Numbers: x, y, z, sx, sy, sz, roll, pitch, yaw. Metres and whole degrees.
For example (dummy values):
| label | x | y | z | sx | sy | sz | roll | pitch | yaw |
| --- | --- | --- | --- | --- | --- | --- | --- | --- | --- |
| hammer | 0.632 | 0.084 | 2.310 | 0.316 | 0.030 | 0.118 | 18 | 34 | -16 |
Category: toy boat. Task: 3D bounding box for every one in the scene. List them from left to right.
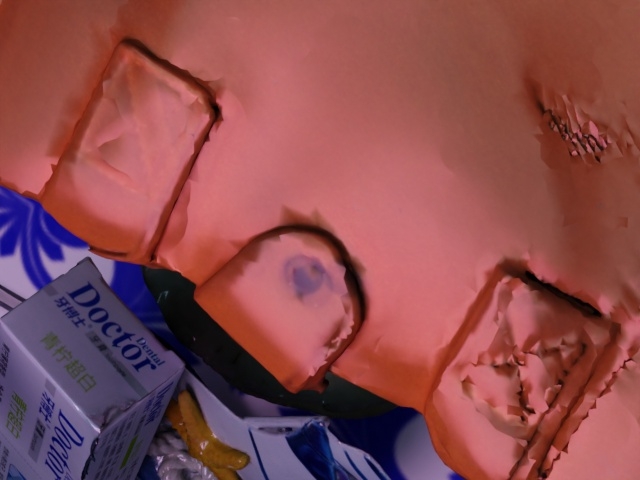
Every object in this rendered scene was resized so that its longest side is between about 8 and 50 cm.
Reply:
| label | x | y | z | sx | sy | sz | roll | pitch | yaw |
| --- | --- | --- | --- | --- | --- | --- | --- | --- | --- |
| toy boat | -0.032 | 0.115 | 0.838 | 0.220 | 0.067 | 0.291 | 52 | 151 | -14 |

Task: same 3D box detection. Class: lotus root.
| label | x | y | z | sx | sy | sz | roll | pitch | yaw |
| --- | --- | --- | --- | --- | --- | --- | --- | --- | --- |
| lotus root | -0.004 | -0.001 | 0.864 | 0.203 | 0.078 | 0.183 | 13 | 113 | 26 |

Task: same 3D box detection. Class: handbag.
| label | x | y | z | sx | sy | sz | roll | pitch | yaw |
| --- | --- | --- | --- | --- | --- | --- | --- | --- | --- |
| handbag | 0.049 | -0.065 | 0.718 | 0.410 | 0.116 | 0.303 | 31 | 104 | 9 |

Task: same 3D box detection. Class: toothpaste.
| label | x | y | z | sx | sy | sz | roll | pitch | yaw |
| --- | --- | --- | --- | --- | --- | --- | --- | --- | --- |
| toothpaste | -0.153 | 0.130 | 0.882 | 0.081 | 0.067 | 0.336 | 45 | 148 | 11 |
